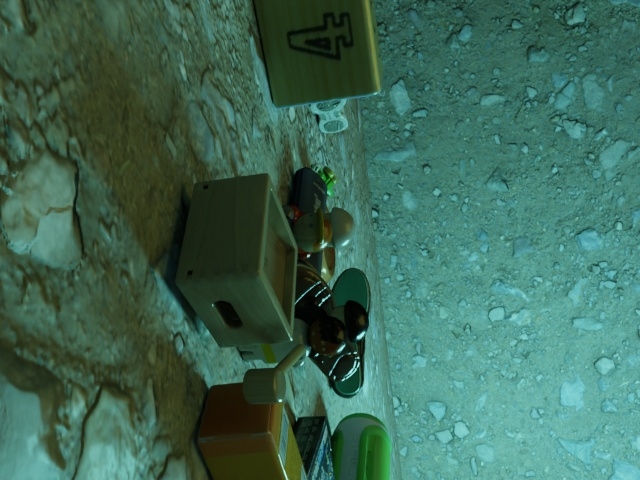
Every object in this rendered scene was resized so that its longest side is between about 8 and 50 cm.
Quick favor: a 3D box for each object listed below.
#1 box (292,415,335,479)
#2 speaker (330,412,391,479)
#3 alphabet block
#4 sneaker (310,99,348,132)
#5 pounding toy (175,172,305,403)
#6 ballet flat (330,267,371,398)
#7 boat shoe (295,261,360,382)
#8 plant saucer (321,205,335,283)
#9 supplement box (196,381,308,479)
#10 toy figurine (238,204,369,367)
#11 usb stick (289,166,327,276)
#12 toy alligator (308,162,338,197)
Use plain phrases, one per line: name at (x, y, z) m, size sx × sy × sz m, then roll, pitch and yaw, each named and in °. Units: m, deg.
box at (-0.018, 0.388, 0.948) m, size 0.220 × 0.051 × 0.175 m, roll -54°, pitch 137°, yaw -75°
speaker at (0.068, 0.455, 1.188) m, size 0.296 × 0.131 × 0.131 m, roll -74°, pitch 156°, yaw -66°
alphabet block at (0.006, -0.360, 1.155) m, size 0.192 × 0.193 × 0.197 m, roll -75°, pitch 156°, yaw -68°
sneaker at (0.013, -0.355, 1.558) m, size 0.232 × 0.090 × 0.115 m, roll 82°, pitch -3°, yaw -72°
pounding toy at (-0.080, 0.071, 0.664) m, size 0.181 × 0.094 × 0.206 m, roll 71°, pitch 16°, yaw -50°
ballet flat at (0.057, 0.203, 1.421) m, size 0.096 × 0.095 × 0.281 m, roll 84°, pitch 12°, yaw -80°
boat shoe at (-0.021, 0.130, 1.061) m, size 0.095 × 0.095 × 0.258 m, roll 39°, pitch -24°, yaw 51°
plant saucer at (0.000, 0.000, 1.346) m, size 0.200 × 0.037 × 0.200 m, roll -7°, pitch 90°, yaw -81°
supplement box at (-0.062, 0.261, 0.705) m, size 0.080 × 0.078 × 0.234 m, roll -86°, pitch 167°, yaw -58°
toy figurine at (-0.022, 0.056, 0.851) m, size 0.209 × 0.148 × 0.213 m, roll 0°, pitch 84°, yaw -80°
usb stick at (-0.025, -0.032, 1.146) m, size 0.077 × 0.045 × 0.278 m, roll 34°, pitch 35°, yaw -23°
toy alligator at (-0.007, -0.138, 1.368) m, size 0.051 × 0.056 × 0.190 m, roll 42°, pitch -2°, yaw 19°
